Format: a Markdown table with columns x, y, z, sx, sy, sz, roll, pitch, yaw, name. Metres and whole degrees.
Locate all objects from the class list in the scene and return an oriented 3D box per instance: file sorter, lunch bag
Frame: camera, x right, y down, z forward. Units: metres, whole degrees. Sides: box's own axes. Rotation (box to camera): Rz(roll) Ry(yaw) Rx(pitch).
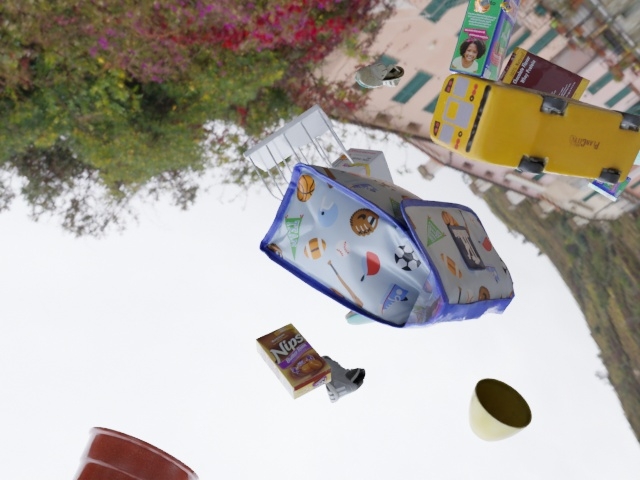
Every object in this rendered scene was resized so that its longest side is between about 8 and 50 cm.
| x | y | z | sx | sy | sz | roll | pitch | yaw | name |
| --- | --- | --- | --- | --- | --- | --- | --- | --- | --- |
| -0.061 | -0.259 | 1.902 | 0.173 | 0.277 | 0.193 | 60 | -171 | 13 | file sorter |
| 0.146 | 0.020 | 1.123 | 0.385 | 0.239 | 0.327 | 35 | -161 | 34 | lunch bag |

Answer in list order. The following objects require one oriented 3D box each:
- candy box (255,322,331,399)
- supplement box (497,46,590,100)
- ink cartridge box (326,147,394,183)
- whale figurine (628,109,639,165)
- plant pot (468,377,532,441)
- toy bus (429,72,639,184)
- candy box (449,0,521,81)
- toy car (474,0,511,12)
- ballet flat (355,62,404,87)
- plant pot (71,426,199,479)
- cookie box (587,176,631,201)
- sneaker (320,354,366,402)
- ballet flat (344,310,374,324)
| x | y | z | sx | sy | sz | roll | pitch | yaw | name |
| --- | --- | --- | --- | --- | --- | --- | --- | --- | --- |
| -0.069 | 0.294 | 1.487 | 0.109 | 0.053 | 0.186 | -22 | -139 | -26 | candy box |
| 0.559 | -0.379 | 1.585 | 0.194 | 0.191 | 0.129 | 26 | -157 | 4 | supplement box |
| 0.120 | -0.200 | 2.165 | 0.232 | 0.171 | 0.168 | -42 | -53 | -27 | ink cartridge box |
| 1.005 | -0.298 | 1.843 | 0.141 | 0.216 | 0.272 | -9 | -151 | -5 | whale figurine |
| 0.378 | 0.384 | 1.318 | 0.134 | 0.095 | 0.134 | 17 | -149 | -11 | plant pot |
| 0.336 | -0.163 | 0.900 | 0.332 | 0.108 | 0.130 | 2 | -157 | -31 | toy bus |
| 0.537 | -0.670 | 1.936 | 0.122 | 0.317 | 0.268 | 18 | -168 | 22 | candy box |
| 0.460 | -0.624 | 1.581 | 0.121 | 0.060 | 0.041 | -13 | -118 | -17 | toy car |
| 0.136 | -0.377 | 1.351 | 0.057 | 0.052 | 0.168 | 53 | -145 | 10 | ballet flat |
| -0.438 | 0.583 | 1.279 | 0.272 | 0.272 | 0.265 | 37 | -127 | -18 | plant pot |
| 1.018 | -0.205 | 2.121 | 0.107 | 0.092 | 0.040 | 36 | 175 | 21 | cookie box |
| 0.075 | 0.419 | 1.886 | 0.229 | 0.132 | 0.086 | -111 | 3 | -69 | sneaker |
| 0.239 | 0.204 | 2.089 | 0.116 | 0.342 | 0.124 | 33 | -132 | -46 | ballet flat |
